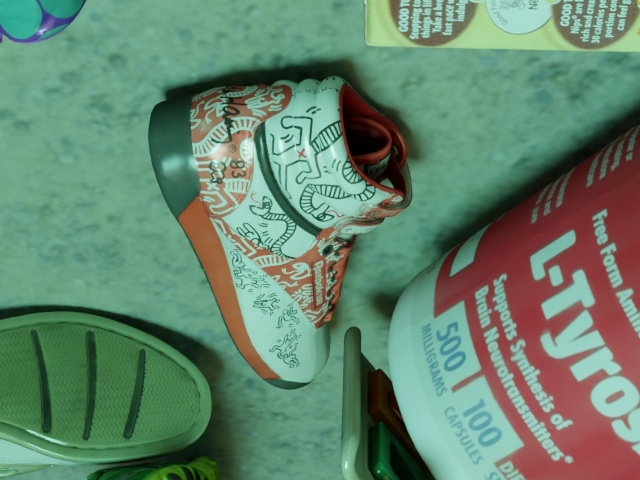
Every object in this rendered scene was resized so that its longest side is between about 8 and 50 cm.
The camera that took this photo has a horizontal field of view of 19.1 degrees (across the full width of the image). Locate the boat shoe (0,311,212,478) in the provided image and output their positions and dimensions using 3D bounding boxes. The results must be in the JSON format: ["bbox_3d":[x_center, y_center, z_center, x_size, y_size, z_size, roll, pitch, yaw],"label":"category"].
[{"bbox_3d":[-0.233,0.118,1.404,0.302,0.113,0.103,4,159,-7],"label":"boat shoe"}]

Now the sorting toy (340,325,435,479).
[{"bbox_3d":[0.078,0.163,1.283,0.047,0.348,0.196,-31,109,13],"label":"sorting toy"}]

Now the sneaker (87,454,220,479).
[{"bbox_3d":[-0.139,0.213,1.443,0.123,0.109,0.295,-1,167,4],"label":"sneaker"}]

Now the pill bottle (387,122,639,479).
[{"bbox_3d":[0.256,0.025,1.185,0.229,0.229,0.407,31,130,-30],"label":"pill bottle"}]

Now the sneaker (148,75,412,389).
[{"bbox_3d":[0.000,0.000,1.266,0.145,0.090,0.270,-10,135,16],"label":"sneaker"}]

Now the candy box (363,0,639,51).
[{"bbox_3d":[0.179,-0.186,0.981,0.316,0.183,0.087,2,138,-1],"label":"candy box"}]

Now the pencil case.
[{"bbox_3d":[-0.189,-0.182,1.081,0.070,0.064,0.152,-27,133,3],"label":"pencil case"}]
